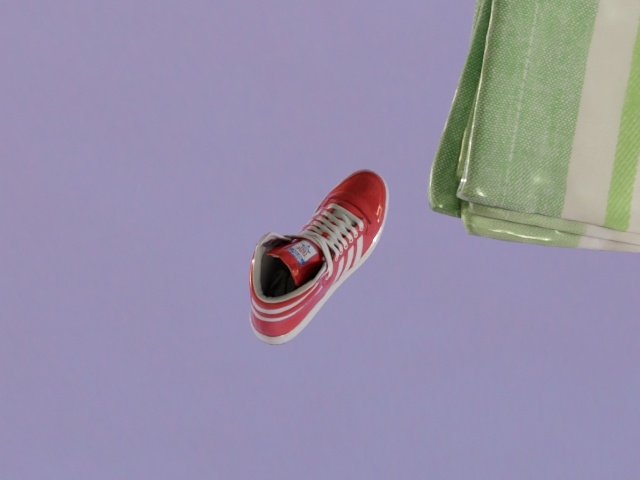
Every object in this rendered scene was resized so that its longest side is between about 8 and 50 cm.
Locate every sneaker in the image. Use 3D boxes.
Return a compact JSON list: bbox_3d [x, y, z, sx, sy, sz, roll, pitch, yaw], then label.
[{"bbox_3d":[0.000,0.000,1.069,0.042,0.067,0.118,31,-108,14],"label":"sneaker"}]

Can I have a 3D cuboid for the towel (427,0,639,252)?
[{"bbox_3d":[0.215,-0.102,0.874,0.325,0.038,0.248,10,-86,-24],"label":"towel"}]
